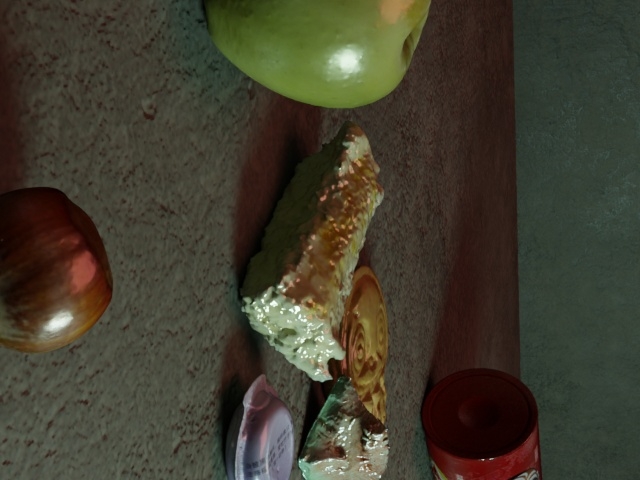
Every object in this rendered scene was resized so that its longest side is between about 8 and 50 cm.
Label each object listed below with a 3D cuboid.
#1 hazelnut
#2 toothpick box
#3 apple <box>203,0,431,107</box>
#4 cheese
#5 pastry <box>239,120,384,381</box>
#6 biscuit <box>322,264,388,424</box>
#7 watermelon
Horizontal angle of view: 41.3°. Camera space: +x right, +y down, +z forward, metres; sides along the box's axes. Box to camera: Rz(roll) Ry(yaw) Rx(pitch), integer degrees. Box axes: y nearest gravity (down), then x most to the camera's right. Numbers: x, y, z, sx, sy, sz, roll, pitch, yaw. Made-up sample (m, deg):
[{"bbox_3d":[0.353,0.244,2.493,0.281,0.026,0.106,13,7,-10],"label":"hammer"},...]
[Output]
[{"bbox_3d":[-0.152,0.017,0.449,0.086,0.086,0.086,1,90,-70],"label":"hazelnut"},{"bbox_3d":[0.305,0.419,1.559,0.204,0.204,0.333,-68,152,-45],"label":"toothpick box"},{"bbox_3d":[0.002,-0.199,0.685,0.200,0.200,0.200,1,90,-70],"label":"apple"},{"bbox_3d":[-0.052,0.214,0.777,0.105,0.042,0.191,-43,132,-62],"label":"cheese"},{"bbox_3d":[-0.002,-0.003,0.836,0.121,0.089,0.258,65,31,-45],"label":"pastry"},{"bbox_3d":[0.050,0.174,1.070,0.202,0.044,0.289,-13,102,-70],"label":"biscuit"},{"bbox_3d":[0.029,0.246,0.954,0.101,0.080,0.155,-40,143,-25],"label":"watermelon"}]
